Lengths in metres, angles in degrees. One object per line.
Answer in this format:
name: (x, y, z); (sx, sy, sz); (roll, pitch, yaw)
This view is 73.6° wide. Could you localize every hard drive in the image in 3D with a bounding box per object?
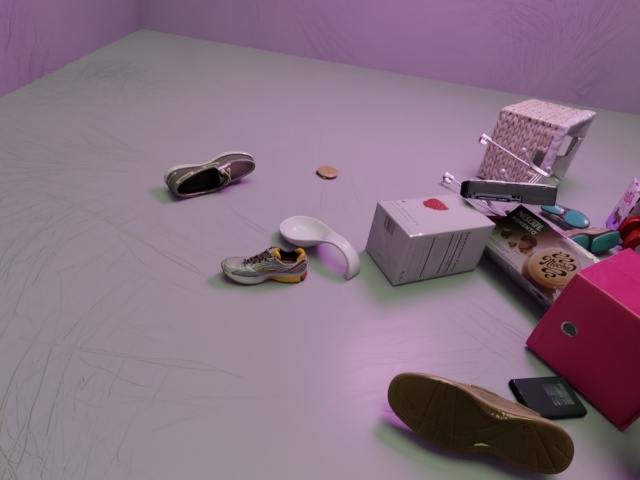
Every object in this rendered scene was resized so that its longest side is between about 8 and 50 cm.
hard drive: (0.575, -0.153, 1.353); (0.237, 0.064, 0.339); (7, 9, 14)
hard drive: (0.497, 0.345, 0.940); (0.135, 0.022, 0.094); (1, 38, -13)

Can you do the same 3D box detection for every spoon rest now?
spoon rest: (0.000, 0.000, 1.224); (0.276, 0.084, 0.137); (34, 42, 27)

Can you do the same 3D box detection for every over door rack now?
over door rack: (0.648, -0.255, 1.603); (0.239, 0.108, 0.324); (-46, 54, -1)

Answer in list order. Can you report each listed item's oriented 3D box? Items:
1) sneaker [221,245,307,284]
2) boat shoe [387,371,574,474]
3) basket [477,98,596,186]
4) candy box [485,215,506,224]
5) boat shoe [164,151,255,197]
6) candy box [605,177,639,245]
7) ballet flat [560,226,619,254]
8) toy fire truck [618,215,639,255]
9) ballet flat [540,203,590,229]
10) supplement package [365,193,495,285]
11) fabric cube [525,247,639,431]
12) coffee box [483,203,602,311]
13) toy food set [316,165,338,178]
sneaker: (-0.143, 0.053, 1.110); (0.226, 0.092, 0.088); (-2, 39, -16)
boat shoe: (0.294, 0.345, 0.834); (0.342, 0.121, 0.110); (20, 1, 8)
basket: (0.875, -0.383, 1.746); (0.332, 0.328, 0.267); (-25, 47, -38)
candy box: (0.655, -0.035, 1.458); (0.187, 0.053, 0.109); (-1, 38, -13)
boat shoe: (-0.347, -0.212, 1.403); (0.305, 0.109, 0.091); (-19, 46, -25)
candy box: (1.119, -0.100, 1.537); (0.070, 0.196, 0.165); (23, 38, 16)
ballet flat: (0.856, 0.009, 1.429); (0.316, 0.107, 0.106); (-4, 19, -27)
toy fire truck: (1.127, -0.027, 1.349); (0.254, 0.301, 0.169); (26, 34, 16)
ballet flat: (0.903, -0.086, 1.573); (0.070, 0.070, 0.188); (-11, 37, -27)
supplement package: (0.311, -0.011, 1.236); (0.293, 0.175, 0.177); (-8, 40, -24)
fabric cube: (0.694, 0.213, 0.974); (0.259, 0.253, 0.258); (-14, 45, -30)
coffee box: (0.620, 0.055, 1.215); (0.168, 0.119, 0.297); (-39, 47, 3)
toy food set: (0.027, -0.260, 1.626); (0.083, 0.020, 0.083); (-7, 41, -22)
